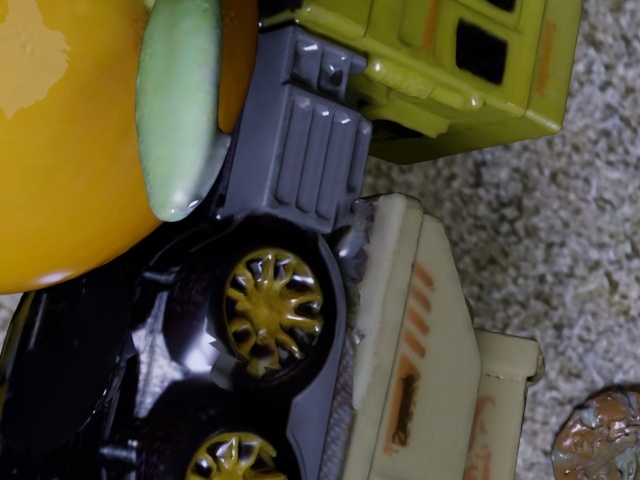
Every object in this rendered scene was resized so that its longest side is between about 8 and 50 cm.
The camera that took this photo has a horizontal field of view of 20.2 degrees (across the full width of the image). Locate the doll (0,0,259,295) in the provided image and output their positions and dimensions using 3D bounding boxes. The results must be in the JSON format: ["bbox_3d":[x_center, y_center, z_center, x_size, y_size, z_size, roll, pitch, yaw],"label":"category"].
[{"bbox_3d":[-0.096,-0.084,0.648,0.213,0.236,0.214,5,84,-53],"label":"doll"}]

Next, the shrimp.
[{"bbox_3d":[0.234,0.142,1.223,0.184,0.043,0.091,5,117,-25],"label":"shrimp"}]

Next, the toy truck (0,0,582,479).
[{"bbox_3d":[0.000,0.000,0.841,0.254,0.180,0.405,20,74,-34],"label":"toy truck"}]
